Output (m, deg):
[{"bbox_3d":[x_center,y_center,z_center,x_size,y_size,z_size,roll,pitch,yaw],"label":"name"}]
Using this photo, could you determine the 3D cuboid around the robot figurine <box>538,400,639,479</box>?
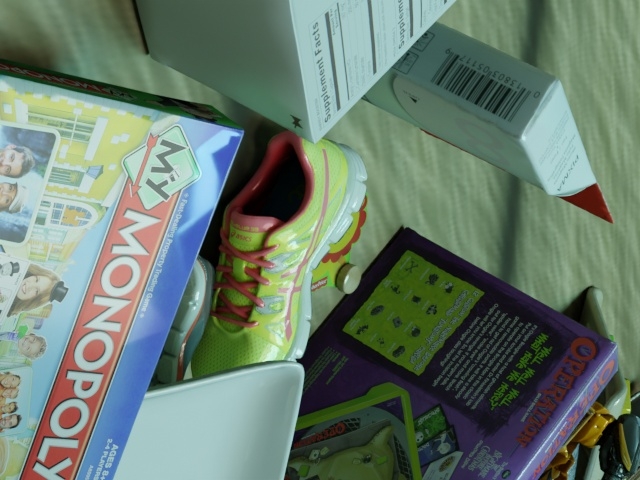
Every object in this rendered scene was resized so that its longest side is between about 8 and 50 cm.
[{"bbox_3d":[0.155,0.224,1.674,0.291,0.211,0.085,-55,148,1],"label":"robot figurine"}]

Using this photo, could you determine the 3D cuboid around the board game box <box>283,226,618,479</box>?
[{"bbox_3d":[0.050,0.167,1.434,0.347,0.208,0.056,-49,149,-21],"label":"board game box"}]

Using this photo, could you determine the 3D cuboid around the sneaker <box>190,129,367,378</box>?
[{"bbox_3d":[-0.045,0.014,1.286,0.094,0.081,0.208,37,72,-60],"label":"sneaker"}]

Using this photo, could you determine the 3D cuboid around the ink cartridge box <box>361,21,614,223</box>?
[{"bbox_3d":[0.102,-0.078,1.320,0.066,0.189,0.232,-53,152,-15],"label":"ink cartridge box"}]

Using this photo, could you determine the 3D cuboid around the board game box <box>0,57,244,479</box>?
[{"bbox_3d":[-0.190,0.057,1.035,0.213,0.046,0.317,10,107,-38],"label":"board game box"}]

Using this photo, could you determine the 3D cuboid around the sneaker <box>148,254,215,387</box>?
[{"bbox_3d":[-0.106,0.080,1.258,0.158,0.061,0.065,-65,162,11],"label":"sneaker"}]

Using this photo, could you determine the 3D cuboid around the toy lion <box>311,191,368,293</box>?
[{"bbox_3d":[0.000,0.000,1.394,0.100,0.034,0.096,-27,129,-47],"label":"toy lion"}]

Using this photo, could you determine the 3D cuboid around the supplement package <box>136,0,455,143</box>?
[{"bbox_3d":[0.013,-0.201,1.116,0.244,0.139,0.134,-47,150,-26],"label":"supplement package"}]

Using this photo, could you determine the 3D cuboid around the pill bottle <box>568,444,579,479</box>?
[{"bbox_3d":[0.198,0.210,1.823,0.108,0.108,0.180,-41,145,-33],"label":"pill bottle"}]

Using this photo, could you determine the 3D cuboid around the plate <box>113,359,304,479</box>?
[{"bbox_3d":[-0.157,0.202,1.216,0.278,0.045,0.277,-8,125,-30],"label":"plate"}]

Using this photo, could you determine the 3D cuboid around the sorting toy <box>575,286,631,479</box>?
[{"bbox_3d":[0.277,0.178,1.894,0.208,0.038,0.193,-88,-173,-59],"label":"sorting toy"}]

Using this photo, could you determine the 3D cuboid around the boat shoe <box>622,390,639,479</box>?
[{"bbox_3d":[0.337,0.247,2.124,0.207,0.073,0.073,-52,153,-18],"label":"boat shoe"}]
